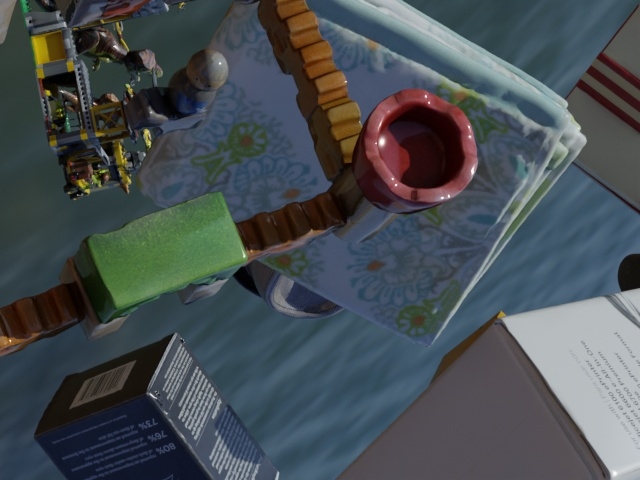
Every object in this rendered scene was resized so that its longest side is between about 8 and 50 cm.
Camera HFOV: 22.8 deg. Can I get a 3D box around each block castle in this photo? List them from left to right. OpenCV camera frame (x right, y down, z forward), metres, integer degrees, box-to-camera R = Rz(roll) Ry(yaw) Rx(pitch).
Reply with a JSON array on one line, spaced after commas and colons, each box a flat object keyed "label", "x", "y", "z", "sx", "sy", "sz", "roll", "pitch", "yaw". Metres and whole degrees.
[{"label": "block castle", "x": -0.146, "y": -0.095, "z": 1.093, "sx": 0.453, "sy": 0.303, "sz": 0.213, "roll": -20, "pitch": 170, "yaw": -22}]

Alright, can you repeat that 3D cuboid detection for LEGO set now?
[{"label": "LEGO set", "x": -0.234, "y": -0.221, "z": 1.893, "sx": 0.192, "sy": 0.331, "sz": 0.255, "roll": -12, "pitch": 161, "yaw": 0}]

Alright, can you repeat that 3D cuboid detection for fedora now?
[{"label": "fedora", "x": 0.000, "y": 0.000, "z": 2.067, "sx": 0.244, "sy": 0.124, "sz": 0.275, "roll": 25, "pitch": 118, "yaw": -32}]

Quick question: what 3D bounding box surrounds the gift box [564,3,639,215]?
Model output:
[{"label": "gift box", "x": 0.487, "y": -0.147, "z": 2.159, "sx": 0.255, "sy": 0.258, "sz": 0.276, "roll": -54, "pitch": 163, "yaw": 11}]

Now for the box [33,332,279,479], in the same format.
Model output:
[{"label": "box", "x": -0.166, "y": 0.223, "z": 1.636, "sx": 0.153, "sy": 0.207, "sz": 0.108, "roll": -22, "pitch": -155, "yaw": 25}]

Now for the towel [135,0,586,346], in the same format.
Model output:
[{"label": "towel", "x": 0.038, "y": -0.089, "z": 1.628, "sx": 0.320, "sy": 0.374, "sz": 0.090, "roll": -57, "pitch": -172, "yaw": 26}]

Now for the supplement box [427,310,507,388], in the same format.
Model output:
[{"label": "supplement box", "x": 0.247, "y": 0.240, "z": 2.122, "sx": 0.129, "sy": 0.194, "sz": 0.191, "roll": -43, "pitch": -172, "yaw": 39}]

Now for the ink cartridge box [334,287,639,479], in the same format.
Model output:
[{"label": "ink cartridge box", "x": 0.182, "y": 0.145, "z": 1.095, "sx": 0.307, "sy": 0.129, "sz": 0.223, "roll": -7, "pitch": 147, "yaw": -46}]

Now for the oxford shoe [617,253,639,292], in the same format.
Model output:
[{"label": "oxford shoe", "x": 0.420, "y": 0.073, "z": 1.731, "sx": 0.076, "sy": 0.212, "sz": 0.076, "roll": -9, "pitch": 120, "yaw": -47}]
